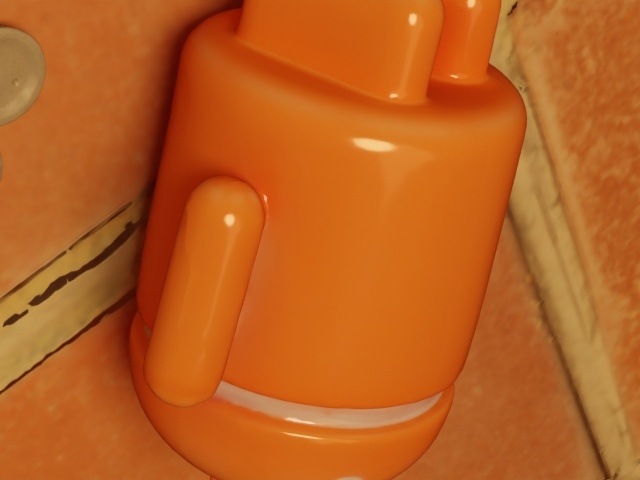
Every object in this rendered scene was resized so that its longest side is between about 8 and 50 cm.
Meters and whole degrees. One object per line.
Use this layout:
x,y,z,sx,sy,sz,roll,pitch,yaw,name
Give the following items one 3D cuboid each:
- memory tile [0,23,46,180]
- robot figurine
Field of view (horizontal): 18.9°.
-0.167,-0.032,0.622,0.148,0.012,0.113,13,107,-43,memory tile
0.002,0.000,0.695,0.128,0.158,0.219,9,113,-10,robot figurine
